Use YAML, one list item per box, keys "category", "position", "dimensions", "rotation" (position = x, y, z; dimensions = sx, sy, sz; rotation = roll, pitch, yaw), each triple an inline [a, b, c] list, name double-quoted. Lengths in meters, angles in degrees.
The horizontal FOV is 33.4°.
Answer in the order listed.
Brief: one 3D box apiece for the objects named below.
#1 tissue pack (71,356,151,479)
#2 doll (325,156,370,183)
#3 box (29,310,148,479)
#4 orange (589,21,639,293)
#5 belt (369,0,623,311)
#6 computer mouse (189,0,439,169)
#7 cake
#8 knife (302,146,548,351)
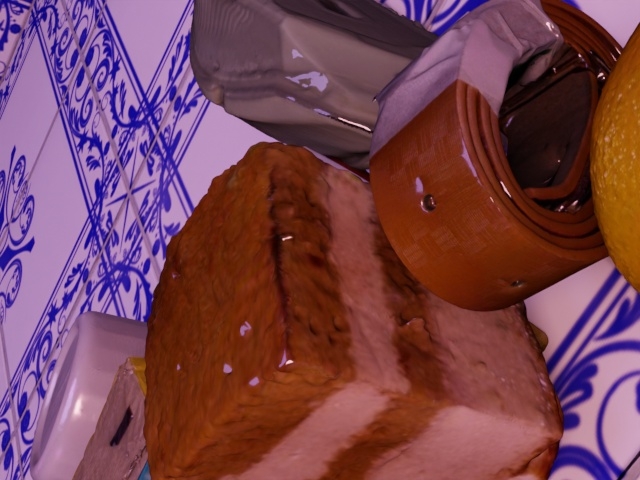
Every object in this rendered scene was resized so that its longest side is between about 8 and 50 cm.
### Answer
- category: "tissue pack"
  position: [-0.058, 0.219, 0.867]
  dimensions: [0.192, 0.271, 0.134]
  rotation: [-65, 28, 13]
- category: "doll"
  position: [0.000, 0.000, 1.010]
  dimensions: [0.290, 0.130, 0.161]
  rotation: [31, 100, 53]
- category: "box"
  position: [-0.169, 0.190, 1.068]
  dimensions: [0.291, 0.206, 0.262]
  rotation: [-157, 85, -73]
- category: "orange"
  position: [0.251, -0.051, 0.538]
  dimensions: [0.236, 0.236, 0.236]
  rotation: [-31, 51, 49]
- category: "belt"
  position: [0.133, -0.067, 0.732]
  dimensions: [0.105, 0.184, 0.261]
  rotation: [-38, 16, 45]
- category: "computer mouse"
  position: [-0.002, -0.151, 0.993]
  dimensions: [0.429, 0.228, 0.145]
  rotation: [50, 124, 53]
- category: "cake"
  position: [0.040, 0.083, 0.750]
  dimensions: [0.196, 0.293, 0.199]
  rotation: [-50, 33, 36]
- category: "knife"
  position: [0.080, 0.001, 0.849]
  dimensions: [0.256, 0.022, 0.046]
  rotation: [38, 145, 20]
